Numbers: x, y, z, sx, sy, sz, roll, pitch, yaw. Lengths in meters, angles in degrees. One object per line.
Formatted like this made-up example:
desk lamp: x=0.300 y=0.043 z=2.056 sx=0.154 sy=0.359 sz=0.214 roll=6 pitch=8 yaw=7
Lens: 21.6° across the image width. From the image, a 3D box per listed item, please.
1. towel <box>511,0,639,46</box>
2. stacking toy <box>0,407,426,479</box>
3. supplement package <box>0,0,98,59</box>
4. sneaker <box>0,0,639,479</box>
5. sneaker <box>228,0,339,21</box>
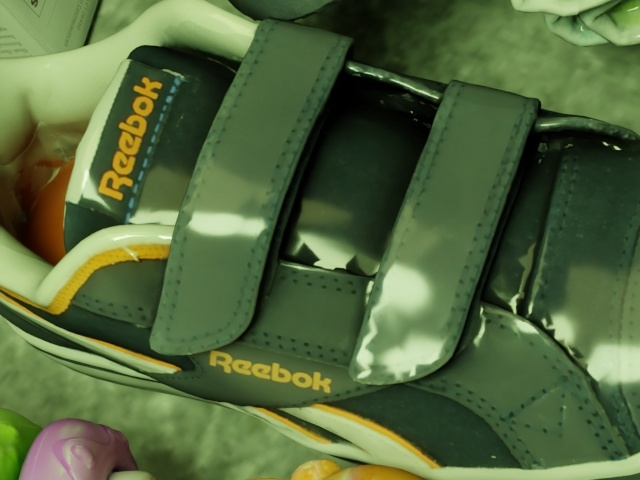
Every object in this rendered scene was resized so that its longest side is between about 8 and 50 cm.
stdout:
towel: x=0.188 y=-0.264 z=0.564 sx=0.320 sy=0.090 sz=0.374 roll=-20 pitch=52 yaw=24
stacking toy: x=-0.104 y=0.109 z=0.531 sx=0.301 sy=0.175 sz=0.166 roll=-6 pitch=63 yaw=8
supplement package: x=-0.226 y=-0.189 z=0.766 sx=0.261 sy=0.145 sz=0.204 roll=0 pitch=61 yaw=27
sneaker: x=0.000 y=0.000 z=0.543 sx=0.321 sy=0.127 sz=0.126 roll=4 pitch=61 yaw=28
sneaker: x=-0.034 y=-0.195 z=0.630 sx=0.112 sy=0.131 sz=0.319 roll=-33 pitch=33 yaw=11
